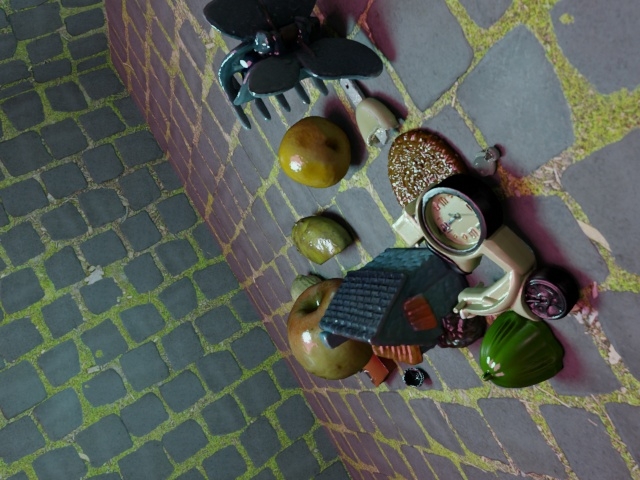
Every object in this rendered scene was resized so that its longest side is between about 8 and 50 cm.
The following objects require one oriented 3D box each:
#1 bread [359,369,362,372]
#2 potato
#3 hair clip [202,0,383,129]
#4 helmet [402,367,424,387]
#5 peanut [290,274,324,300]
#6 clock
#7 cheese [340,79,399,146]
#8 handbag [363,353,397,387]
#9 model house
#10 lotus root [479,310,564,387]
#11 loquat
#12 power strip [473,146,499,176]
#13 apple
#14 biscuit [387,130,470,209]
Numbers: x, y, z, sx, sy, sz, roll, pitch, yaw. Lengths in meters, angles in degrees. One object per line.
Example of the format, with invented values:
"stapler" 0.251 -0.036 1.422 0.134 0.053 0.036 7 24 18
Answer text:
"bread" 0.083 0.447 2.320 0.210 0.099 0.235 25 138 55
"potato" 0.000 0.000 1.902 0.298 0.141 0.176 17 141 60
"hair clip" -0.092 -0.445 1.337 0.392 0.318 0.238 57 162 9
"helmet" 0.328 0.469 1.882 0.084 0.049 0.065 -2 81 39
"peanut" -0.026 0.223 2.224 0.313 0.152 0.152 23 137 56
"clock" 0.344 0.038 1.200 0.379 0.120 0.276 53 145 7
"cheese" 0.112 -0.332 1.376 0.235 0.050 0.127 60 158 20
"handbag" 0.218 0.479 2.124 0.127 0.063 0.190 51 152 22
"model house" 0.191 0.218 1.498 0.360 0.339 0.297 1 116 65
"lotus root" 0.430 0.272 1.264 0.186 0.186 0.186 47 154 31
"loquat" -0.016 -0.247 1.555 0.208 0.208 0.208 47 154 31
"power strip" 0.335 -0.159 1.124 0.055 0.035 0.083 55 160 15
"apple" 0.057 0.312 1.922 0.305 0.338 0.338 47 163 -21
"biscuit" 0.260 -0.121 1.325 0.305 0.038 0.305 47 154 31
